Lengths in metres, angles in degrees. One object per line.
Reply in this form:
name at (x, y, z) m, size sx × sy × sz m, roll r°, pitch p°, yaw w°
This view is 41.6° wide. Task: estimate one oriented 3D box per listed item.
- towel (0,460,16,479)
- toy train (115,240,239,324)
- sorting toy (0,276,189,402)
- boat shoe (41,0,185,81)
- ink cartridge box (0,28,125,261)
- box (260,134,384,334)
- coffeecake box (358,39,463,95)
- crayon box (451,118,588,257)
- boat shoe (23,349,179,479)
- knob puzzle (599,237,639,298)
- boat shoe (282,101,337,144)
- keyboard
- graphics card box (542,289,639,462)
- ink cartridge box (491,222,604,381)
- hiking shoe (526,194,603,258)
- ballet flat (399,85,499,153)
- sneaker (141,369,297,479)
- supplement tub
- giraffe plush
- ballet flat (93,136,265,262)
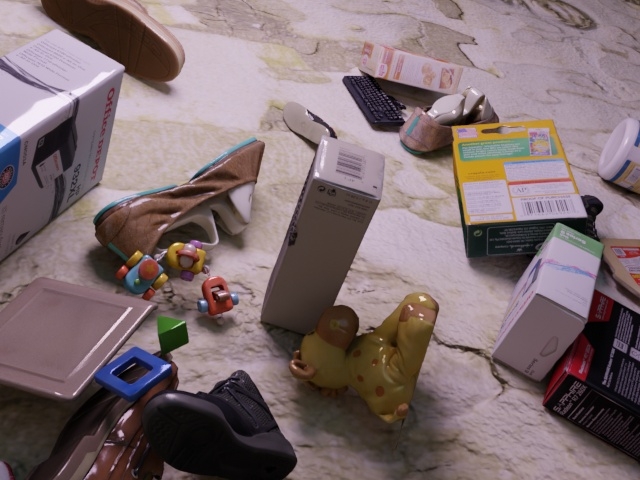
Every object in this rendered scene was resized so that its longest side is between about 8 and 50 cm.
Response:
towel at (-0.417, 0.343, 0.769) m, size 0.329 × 0.037 × 0.237 m, roll -10°, pitch 50°, yaw -34°
toy train at (-0.193, 0.061, 1.154) m, size 0.166 × 0.046 × 0.125 m, roll -8°, pitch 79°, yaw -27°
sorting toy at (-0.318, 0.121, 1.009) m, size 0.348 × 0.047 × 0.196 m, roll 11°, pitch 34°, yaw 21°
boat shoe at (-0.373, -0.417, 1.587) m, size 0.341 × 0.121 × 0.110 m, roll 35°, pitch 41°, yaw 16°
ink cartridge box at (-0.416, -0.121, 1.148) m, size 0.129 × 0.223 × 0.307 m, roll 28°, pitch 39°, yaw 5°
box at (0.000, 0.000, 1.171) m, size 0.094 × 0.275 × 0.113 m, roll 18°, pitch 38°, yaw -6°
coffeecake box at (0.192, -0.372, 1.815) m, size 0.186 × 0.068 × 0.142 m, roll 10°, pitch 16°, yaw -16°
crayon box at (0.355, -0.102, 1.553) m, size 0.203 × 0.083 × 0.322 m, roll -4°, pitch 39°, yaw 6°
boat shoe at (-0.230, 0.238, 0.941) m, size 0.104 × 0.111 × 0.307 m, roll 54°, pitch 29°, yaw -12°
knob puzzle at (0.621, 0.074, 1.585) m, size 0.213 × 0.030 × 0.213 m, roll 14°, pitch 39°, yaw -12°
boat shoe at (-0.021, -0.218, 1.597) m, size 0.133 × 0.049 × 0.042 m, roll 41°, pitch 14°, yaw 31°
keyboard at (0.124, -0.295, 1.760) m, size 0.108 × 0.023 × 0.180 m, roll 0°, pitch 41°, yaw -26°
graphics card box at (0.543, 0.251, 1.297) m, size 0.371 × 0.094 × 0.233 m, roll 29°, pitch 39°, yaw 8°
ink cartridge box at (0.363, 0.096, 1.335) m, size 0.093 × 0.154 × 0.212 m, roll 27°, pitch 39°, yaw 5°
hiking shoe at (0.479, 0.000, 1.571) m, size 0.114 × 0.086 × 0.227 m, roll 44°, pitch 53°, yaw 15°
ballet flat at (0.289, -0.259, 1.741) m, size 0.108 × 0.106 × 0.316 m, roll 39°, pitch 41°, yaw 24°
sneaker at (-0.130, 0.204, 0.982) m, size 0.228 × 0.087 × 0.130 m, roll 31°, pitch 17°, yaw -44°
supplement tub at (0.719, -0.164, 1.813) m, size 0.200 × 0.144 × 0.144 m, roll 24°, pitch 39°, yaw 1°
giraffe plush at (0.052, 0.155, 1.142) m, size 0.171 × 0.181 × 0.210 m, roll 17°, pitch 73°, yaw 8°
ballet flat at (-0.183, -0.048, 1.284) m, size 0.124 × 0.116 × 0.342 m, roll 53°, pitch 45°, yaw 4°
